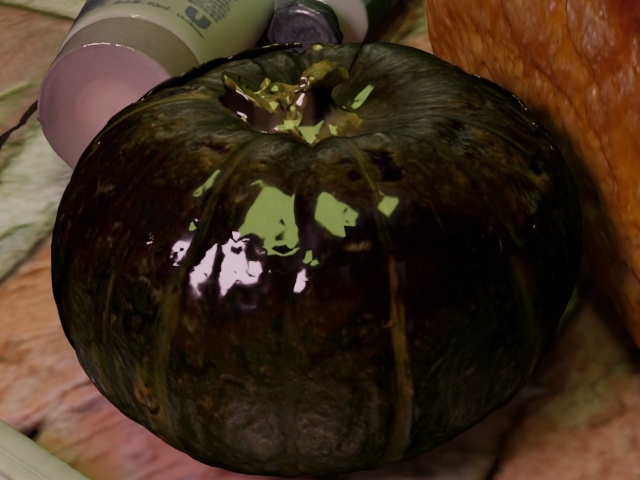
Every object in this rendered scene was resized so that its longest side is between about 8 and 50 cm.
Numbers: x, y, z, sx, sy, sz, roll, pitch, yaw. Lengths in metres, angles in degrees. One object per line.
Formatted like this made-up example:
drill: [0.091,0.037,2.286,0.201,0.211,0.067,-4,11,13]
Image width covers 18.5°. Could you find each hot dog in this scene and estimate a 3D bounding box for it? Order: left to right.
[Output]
hot dog: [0.191,-0.092,0.921,0.185,0.223,0.405,-14,38,-15]

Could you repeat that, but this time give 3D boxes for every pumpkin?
pumpkin: [-0.001,-0.002,0.878,0.238,0.159,0.238,-7,34,5]

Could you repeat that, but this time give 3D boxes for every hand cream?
hand cream: [-0.093,-0.119,1.127,0.133,0.083,0.248,3,27,11]
hand cream: [0.039,-0.186,1.205,0.091,0.058,0.271,-2,32,25]

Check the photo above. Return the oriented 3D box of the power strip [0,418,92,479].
power strip: [-0.109,0.119,0.825,0.191,0.047,0.030,27,42,36]
